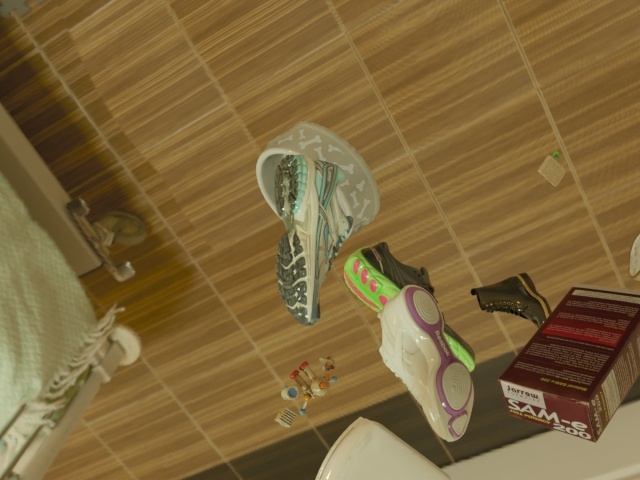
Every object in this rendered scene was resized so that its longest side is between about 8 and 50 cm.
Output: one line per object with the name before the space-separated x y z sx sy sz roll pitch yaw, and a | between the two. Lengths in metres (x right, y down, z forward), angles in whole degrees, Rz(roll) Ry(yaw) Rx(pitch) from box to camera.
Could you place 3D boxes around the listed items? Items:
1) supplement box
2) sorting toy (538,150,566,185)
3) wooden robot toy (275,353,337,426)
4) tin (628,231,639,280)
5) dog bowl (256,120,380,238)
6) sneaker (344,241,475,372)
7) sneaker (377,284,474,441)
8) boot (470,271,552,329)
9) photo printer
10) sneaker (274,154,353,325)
supplement box | 0.372 0.160 0.885 0.130 0.239 0.073 6 126 49
sorting toy | 0.580 -0.182 1.563 0.062 0.012 0.083 39 72 -6
wooden robot toy | -0.019 0.278 1.205 0.076 0.173 0.079 50 154 -3
tin | 0.652 0.014 1.232 0.040 0.106 0.189 9 154 7
dog bowl | -0.019 -0.136 1.624 0.349 0.102 0.348 29 147 22
sneaker | 0.288 0.187 1.836 0.483 0.202 0.185 48 148 7
sneaker | 0.203 0.248 1.253 0.114 0.305 0.152 -1 155 -37
boot | 0.442 0.162 1.447 0.137 0.198 0.076 -14 120 0
photo printer | 0.141 0.600 1.528 0.307 0.107 0.256 40 71 -13
sneaker | 0.000 0.000 1.043 0.122 0.110 0.282 0 91 -27
